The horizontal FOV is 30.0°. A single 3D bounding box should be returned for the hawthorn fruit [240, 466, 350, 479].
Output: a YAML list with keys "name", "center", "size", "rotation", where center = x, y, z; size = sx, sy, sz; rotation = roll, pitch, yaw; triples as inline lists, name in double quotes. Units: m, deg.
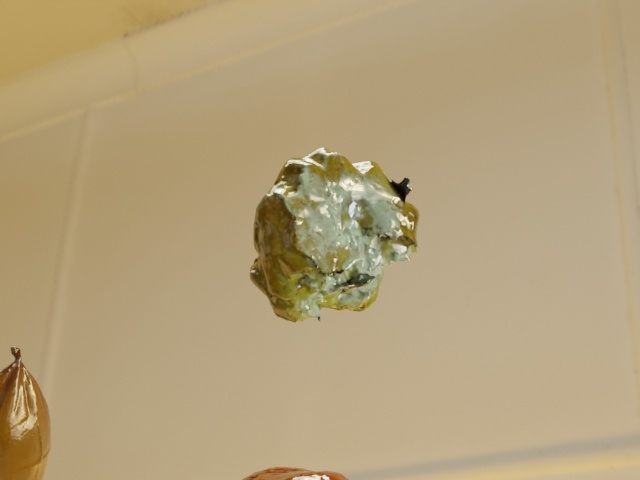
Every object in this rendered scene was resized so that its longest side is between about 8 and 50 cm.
- name: "hawthorn fruit"
  center: [-0.001, 0.392, 1.231]
  size: [0.276, 0.276, 0.307]
  rotation: [1, -100, 34]

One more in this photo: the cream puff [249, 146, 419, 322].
- name: "cream puff"
  center: [0.000, 0.001, 1.010]
  size: [0.156, 0.156, 0.121]
  rotation: [-40, -107, 8]

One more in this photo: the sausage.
- name: "sausage"
  center: [-0.376, 0.267, 1.384]
  size: [0.112, 0.112, 0.328]
  rotation: [48, -50, 41]
